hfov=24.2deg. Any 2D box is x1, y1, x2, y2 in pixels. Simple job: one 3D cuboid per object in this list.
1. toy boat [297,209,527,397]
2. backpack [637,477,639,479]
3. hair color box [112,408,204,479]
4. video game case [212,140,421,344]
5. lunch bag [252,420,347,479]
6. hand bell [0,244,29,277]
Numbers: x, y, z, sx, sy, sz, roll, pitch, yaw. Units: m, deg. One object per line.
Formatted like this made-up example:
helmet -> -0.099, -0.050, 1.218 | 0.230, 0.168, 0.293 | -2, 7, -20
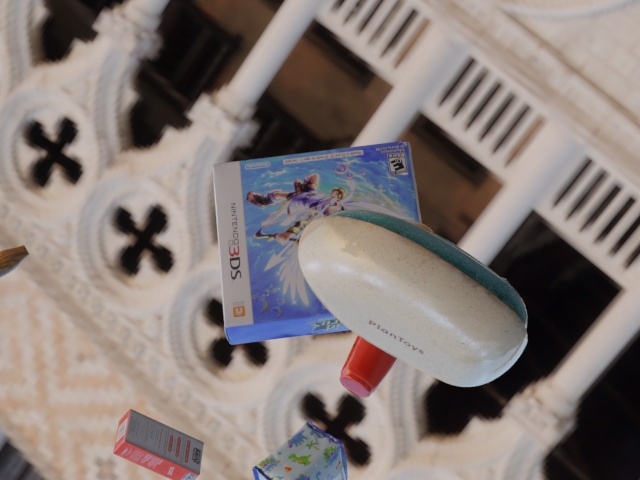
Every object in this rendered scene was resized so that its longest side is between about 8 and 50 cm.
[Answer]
toy boat -> 0.094, 0.066, 1.658 | 0.267, 0.318, 0.148 | 32, -114, 3
backpack -> 0.144, 0.332, 1.143 | 0.213, 0.263, 0.277 | 70, -161, -71
hair color box -> -0.261, 0.336, 2.421 | 0.141, 0.043, 0.072 | 28, -142, -20
video game case -> 0.000, 0.000, 1.963 | 0.061, 0.269, 0.244 | 80, -177, -63
lunch bag -> -0.027, 0.374, 2.290 | 0.129, 0.151, 0.096 | -38, -134, -27
hand bell -> -0.591, 0.076, 2.470 | 0.126, 0.242, 0.126 | 59, 173, 12
